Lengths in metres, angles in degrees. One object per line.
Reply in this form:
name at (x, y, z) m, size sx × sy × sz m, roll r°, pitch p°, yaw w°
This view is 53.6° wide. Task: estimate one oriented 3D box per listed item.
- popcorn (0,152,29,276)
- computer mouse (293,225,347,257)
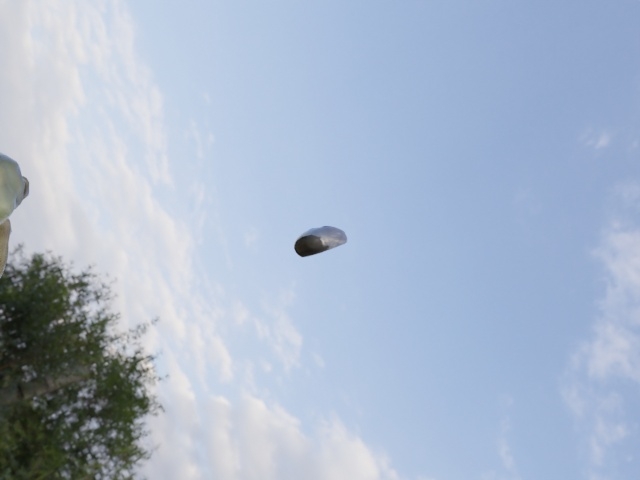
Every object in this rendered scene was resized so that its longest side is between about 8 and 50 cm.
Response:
popcorn at (-0.251, 0.020, 0.308) m, size 0.218 × 0.189 × 0.169 m, roll 42°, pitch -58°, yaw 58°
computer mouse at (-0.001, -0.002, 0.979) m, size 0.066 × 0.096 × 0.039 m, roll -15°, pitch -87°, yaw 39°
